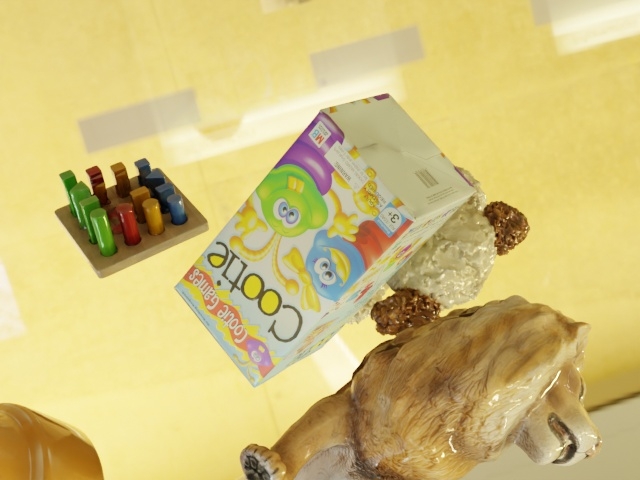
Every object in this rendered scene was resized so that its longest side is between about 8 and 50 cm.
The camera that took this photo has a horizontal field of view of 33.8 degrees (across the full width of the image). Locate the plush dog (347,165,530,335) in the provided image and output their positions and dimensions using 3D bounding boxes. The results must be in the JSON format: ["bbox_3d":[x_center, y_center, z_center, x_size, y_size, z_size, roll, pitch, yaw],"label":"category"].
[{"bbox_3d":[0.114,-0.007,1.246,0.262,0.211,0.225,-42,-134,-11],"label":"plush dog"}]

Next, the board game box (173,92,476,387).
[{"bbox_3d":[0.000,0.000,1.085,0.275,0.142,0.144,-48,166,32],"label":"board game box"}]

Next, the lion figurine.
[{"bbox_3d":[0.021,0.183,0.776,0.240,0.142,0.392,-28,169,-44],"label":"lion figurine"}]

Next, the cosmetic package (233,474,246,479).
[{"bbox_3d":[-0.081,0.390,1.222,0.453,0.161,0.230,-34,-173,31],"label":"cosmetic package"}]

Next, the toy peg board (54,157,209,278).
[{"bbox_3d":[-0.258,-0.051,1.393,0.160,0.079,0.161,-26,-137,-20],"label":"toy peg board"}]

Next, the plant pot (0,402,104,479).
[{"bbox_3d":[-0.289,0.194,0.738,0.205,0.188,0.205,-25,-132,30],"label":"plant pot"}]
